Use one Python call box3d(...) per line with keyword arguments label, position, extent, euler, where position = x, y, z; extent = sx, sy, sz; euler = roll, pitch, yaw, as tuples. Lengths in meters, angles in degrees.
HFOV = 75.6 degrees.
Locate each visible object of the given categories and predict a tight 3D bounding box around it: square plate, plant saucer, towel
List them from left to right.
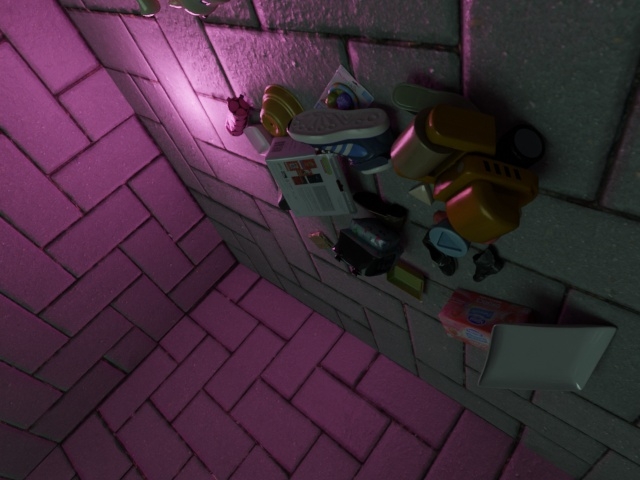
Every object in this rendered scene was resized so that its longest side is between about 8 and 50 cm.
box3d(label="towel", position=(0.000, 0.000, 2.165), extent=(0.110, 0.027, 0.148), euler=(47, 157, -15))
box3d(label="plant saucer", position=(0.374, 0.161, 1.798), extent=(0.188, 0.045, 0.188), euler=(31, 156, 26))
box3d(label="square plate", position=(0.705, 0.372, 1.332), extent=(0.343, 0.049, 0.348), euler=(0, 129, 8))

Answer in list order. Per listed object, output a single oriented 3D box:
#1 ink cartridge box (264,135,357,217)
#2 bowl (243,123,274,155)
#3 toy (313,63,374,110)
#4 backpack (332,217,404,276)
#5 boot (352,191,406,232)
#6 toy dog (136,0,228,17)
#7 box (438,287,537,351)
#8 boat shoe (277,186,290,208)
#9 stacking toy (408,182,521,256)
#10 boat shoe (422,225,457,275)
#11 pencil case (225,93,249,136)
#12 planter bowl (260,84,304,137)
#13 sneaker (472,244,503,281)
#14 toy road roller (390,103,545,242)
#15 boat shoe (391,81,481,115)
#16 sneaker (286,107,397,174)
box3d(label="ink cartridge box", position=(-0.014, -0.237, 1.536), extent=(0.271, 0.130, 0.310), euler=(-1, 141, 22))
box3d(label="bowl", position=(-0.248, -0.432, 1.742), extent=(0.142, 0.053, 0.142), euler=(13, 144, 53))
box3d(label="toy", position=(0.053, -0.407, 1.265), extent=(0.137, 0.056, 0.237), euler=(43, 159, -5))
box3d(label="backpack", position=(0.200, 0.022, 1.594), extent=(0.225, 0.191, 0.253), euler=(38, -159, 31))
box3d(label="boot", position=(0.214, -0.101, 1.530), extent=(0.219, 0.082, 0.106), euler=(29, 152, 27))
box3d(label="toy dog", position=(-0.383, -0.787, 1.084), extent=(0.408, 0.284, 0.395), euler=(44, 122, -1))
box3d(label="box", position=(0.611, 0.307, 1.516), extent=(0.299, 0.154, 0.142), euler=(15, 146, 51))
box3d(label="boat shoe", position=(-0.138, -0.233, 1.881), extent=(0.118, 0.103, 0.320), euler=(0, 157, -1))
box3d(label="stacking toy", position=(0.383, -0.074, 1.222), extent=(0.279, 0.130, 0.309), euler=(42, 158, 1))
box3d(label="boat shoe", position=(0.421, 0.052, 1.470), extent=(0.083, 0.079, 0.233), euler=(16, 148, 46))
box3d(label="pencil case", position=(-0.352, -0.514, 1.716), extent=(0.098, 0.095, 0.209), euler=(27, 162, -9))
box3d(label="planter bowl", position=(-0.153, -0.445, 1.502), extent=(0.217, 0.090, 0.217), euler=(35, 157, 18))
box3d(label="sneaker", position=(0.534, 0.076, 1.359), extent=(0.089, 0.051, 0.170), euler=(41, 154, 3))
box3d(label="toy road roller", position=(0.331, -0.137, 0.939), extent=(0.328, 0.241, 0.202), euler=(12, 161, -11))
box3d(label="boat shoe", position=(0.286, -0.325, 1.005), extent=(0.227, 0.081, 0.068), euler=(26, -160, 11))
box3d(label="sneaker", position=(0.077, -0.280, 1.267), extent=(0.322, 0.130, 0.236), euler=(3, 149, 22))
